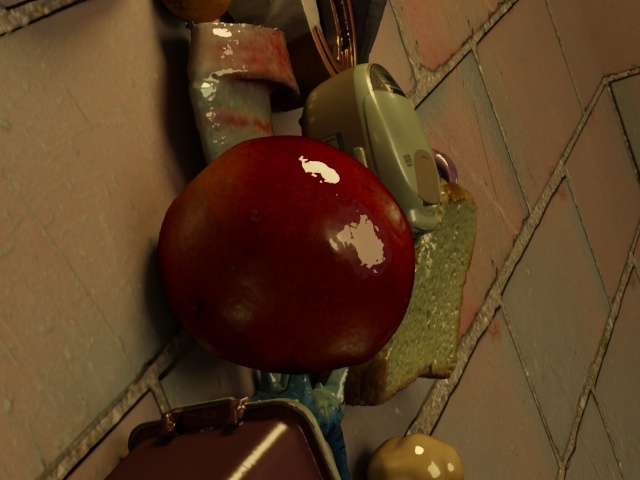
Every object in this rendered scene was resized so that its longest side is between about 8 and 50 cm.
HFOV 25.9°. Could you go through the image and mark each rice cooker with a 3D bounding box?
[{"bbox_3d":[0.053,-0.086,1.501,0.145,0.127,0.206,6,73,-65],"label":"rice cooker"}]

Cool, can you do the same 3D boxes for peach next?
[{"bbox_3d":[-0.027,0.019,1.298,0.199,0.243,0.244,108,-17,-60],"label":"peach"}]

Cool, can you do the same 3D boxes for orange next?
[{"bbox_3d":[-0.129,-0.261,1.439,0.085,0.085,0.085,44,38,-49],"label":"orange"}]

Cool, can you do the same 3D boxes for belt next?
[{"bbox_3d":[-0.038,-0.284,1.613,0.184,0.105,0.262,-12,90,-68],"label":"belt"}]

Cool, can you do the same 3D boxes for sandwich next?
[{"bbox_3d":[0.090,0.053,1.625,0.288,0.099,0.254,-10,109,-66],"label":"sandwich"}]

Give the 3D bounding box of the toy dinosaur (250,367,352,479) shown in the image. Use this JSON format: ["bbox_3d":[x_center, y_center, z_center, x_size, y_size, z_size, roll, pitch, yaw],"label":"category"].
[{"bbox_3d":[-0.022,0.165,1.413,0.329,0.076,0.144,44,45,-60],"label":"toy dinosaur"}]

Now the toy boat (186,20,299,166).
[{"bbox_3d":[-0.080,-0.083,1.446,0.206,0.096,0.282,-10,98,-70],"label":"toy boat"}]

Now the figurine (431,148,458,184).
[{"bbox_3d":[0.114,-0.051,1.820,0.114,0.126,0.157,-55,174,-21],"label":"figurine"}]

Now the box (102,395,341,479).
[{"bbox_3d":[-0.071,0.287,1.098,0.167,0.193,0.294,-40,113,-58],"label":"box"}]

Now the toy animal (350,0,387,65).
[{"bbox_3d":[0.037,-0.301,1.759,0.206,0.081,0.367,-118,-146,-63],"label":"toy animal"}]

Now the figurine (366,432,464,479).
[{"bbox_3d":[0.103,0.316,1.568,0.114,0.108,0.196,10,70,-24],"label":"figurine"}]
